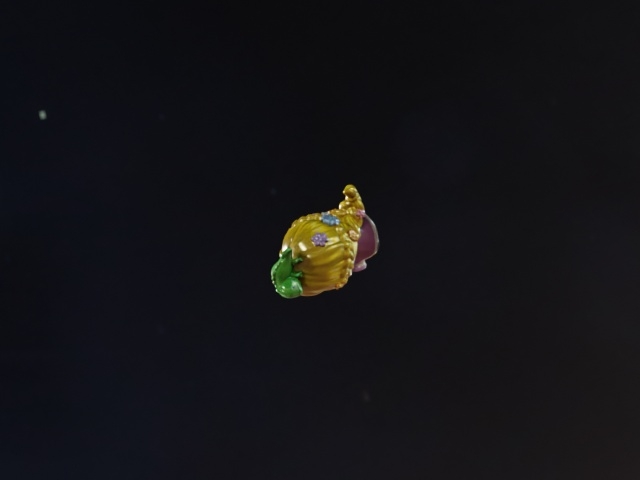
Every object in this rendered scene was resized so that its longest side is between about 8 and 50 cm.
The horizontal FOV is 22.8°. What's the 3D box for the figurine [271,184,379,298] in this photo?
[{"bbox_3d":[0.000,0.000,1.875,0.156,0.094,0.115,-23,-54,-41],"label":"figurine"}]
